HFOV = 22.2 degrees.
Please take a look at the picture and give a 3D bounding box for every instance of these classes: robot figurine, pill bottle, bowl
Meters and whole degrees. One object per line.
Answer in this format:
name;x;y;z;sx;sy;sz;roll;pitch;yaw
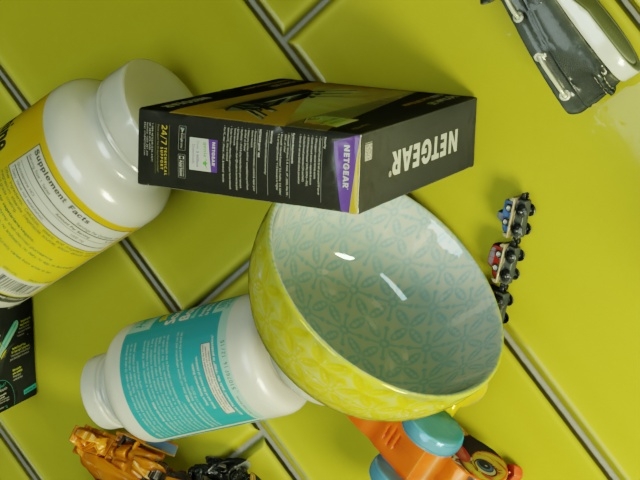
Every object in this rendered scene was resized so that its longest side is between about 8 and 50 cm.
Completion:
robot figurine;-0.197;0.329;1.943;0.291;0.085;0.211;14;65;29
pill bottle;-0.150;0.153;1.898;0.264;0.146;0.146;-15;95;28
pill bottle;-0.296;-0.070;1.896;0.334;0.188;0.188;-30;88;28
bowl;0.032;0.087;1.716;0.289;0.289;0.156;48;128;9

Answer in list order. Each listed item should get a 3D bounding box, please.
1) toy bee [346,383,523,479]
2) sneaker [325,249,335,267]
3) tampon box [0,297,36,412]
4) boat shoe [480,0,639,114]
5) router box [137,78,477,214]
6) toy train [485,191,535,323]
toy bee;0.133;0.249;1.796;0.195;0.162;0.298;-39;59;36
sneaker;0.000;0.000;1.836;0.071;0.068;0.170;13;102;44
tampon box;-0.435;0.129;2.049;0.101;0.120;0.161;5;104;25
boat shoe;0.198;-0.264;1.644;0.091;0.114;0.302;-38;83;23
router box;-0.006;-0.104;1.671;0.243;0.309;0.081;8;104;24
toy train;0.199;0.020;1.761;0.036;0.027;0.158;24;113;33
